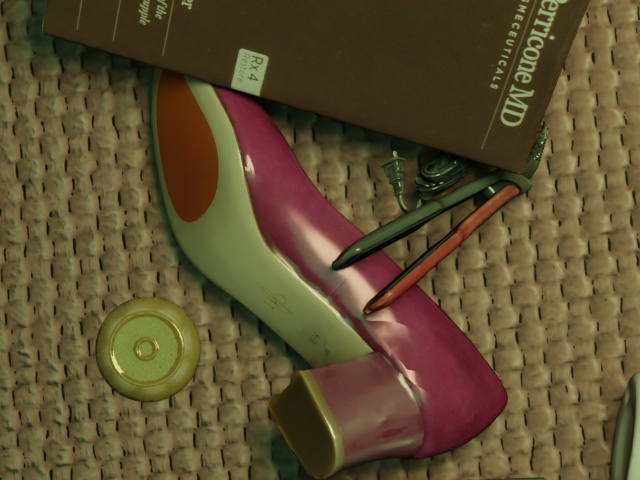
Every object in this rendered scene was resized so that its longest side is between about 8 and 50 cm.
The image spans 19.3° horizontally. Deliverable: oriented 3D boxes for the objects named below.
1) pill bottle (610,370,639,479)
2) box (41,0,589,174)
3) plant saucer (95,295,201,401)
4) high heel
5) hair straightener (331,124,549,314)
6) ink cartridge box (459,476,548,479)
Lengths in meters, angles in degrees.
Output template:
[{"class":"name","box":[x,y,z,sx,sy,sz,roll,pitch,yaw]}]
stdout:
[{"class":"pill bottle","box":[0.329,0.169,1.405,0.209,0.119,0.119,9,87,2]},{"class":"box","box":[0.001,-0.204,1.379,0.382,0.191,0.143,15,43,-1]},{"class":"plant saucer","box":[-0.136,0.085,1.474,0.083,0.015,0.083,0,87,2]},{"class":"high heel","box":[0.000,0.000,1.458,0.181,0.127,0.377,-13,75,-37]},{"class":"hair straightener","box":[0.090,-0.039,1.416,0.230,0.047,0.089,-37,89,-31]},{"class":"ink cartridge box","box":[0.074,0.259,1.421,0.208,0.087,0.153,-2,86,2]}]
